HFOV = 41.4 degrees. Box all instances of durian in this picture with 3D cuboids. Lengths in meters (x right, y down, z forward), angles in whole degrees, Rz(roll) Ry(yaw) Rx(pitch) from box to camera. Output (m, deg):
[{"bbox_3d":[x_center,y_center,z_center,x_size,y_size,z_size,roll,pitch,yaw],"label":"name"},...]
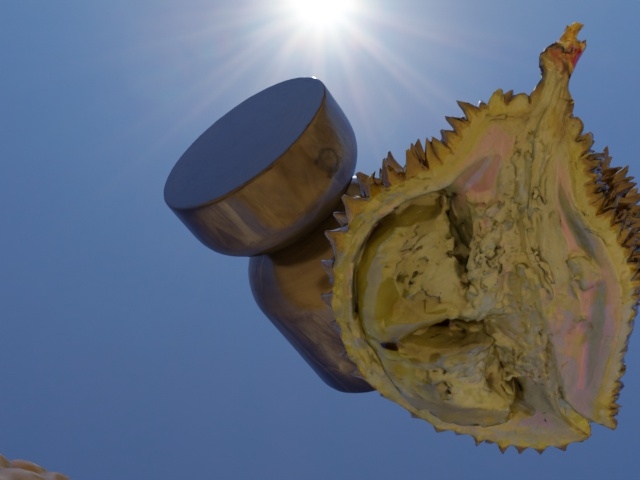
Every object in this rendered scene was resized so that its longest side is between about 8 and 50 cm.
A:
[{"bbox_3d":[0.076,-0.002,0.386,0.147,0.208,0.102,9,-146,2],"label":"durian"}]

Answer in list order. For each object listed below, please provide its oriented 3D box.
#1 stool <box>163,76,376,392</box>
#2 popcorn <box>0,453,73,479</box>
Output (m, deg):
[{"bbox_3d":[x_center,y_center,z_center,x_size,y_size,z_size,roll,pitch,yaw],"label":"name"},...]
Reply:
[{"bbox_3d":[0.000,0.000,0.820,0.264,0.179,0.179,52,-120,-30],"label":"stool"},{"bbox_3d":[-0.190,0.193,0.275,0.332,0.225,0.264,29,-116,-42],"label":"popcorn"}]
